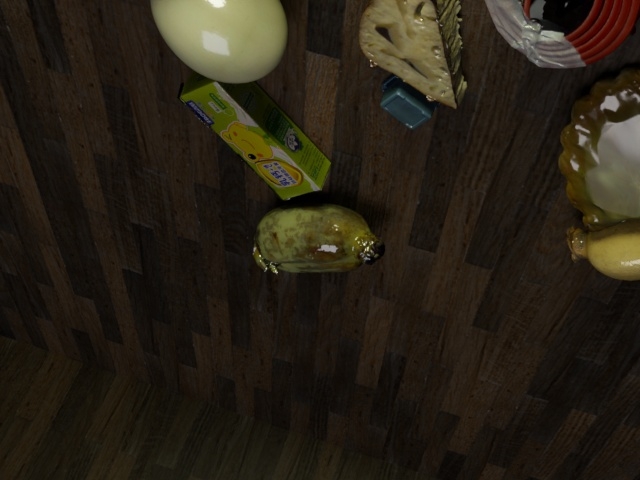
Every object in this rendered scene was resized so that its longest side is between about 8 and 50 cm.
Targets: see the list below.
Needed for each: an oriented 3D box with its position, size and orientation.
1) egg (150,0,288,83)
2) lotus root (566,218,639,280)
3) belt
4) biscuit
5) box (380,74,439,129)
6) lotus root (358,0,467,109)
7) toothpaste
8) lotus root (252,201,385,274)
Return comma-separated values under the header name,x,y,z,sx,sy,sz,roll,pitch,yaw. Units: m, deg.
name,x,y,z,sx,sy,sz,roll,pitch,yaw
egg,-0.165,-0.361,1.526,0.241,0.186,0.186,32,147,-7
lotus root,0.585,0.001,1.660,0.303,0.131,0.146,-12,177,38
belt,0.337,-0.359,1.255,0.227,0.115,0.324,30,158,17
biscuit,0.541,-0.117,1.523,0.329,0.078,0.335,27,134,6
box,0.154,-0.242,1.638,0.099,0.054,0.074,34,147,-19
lotus root,0.147,-0.327,1.502,0.170,0.075,0.261,11,148,17
toothpaste,-0.123,-0.213,1.822,0.110,0.077,0.327,-15,133,40
lotus root,0.000,0.000,1.995,0.309,0.173,0.173,1,142,29
